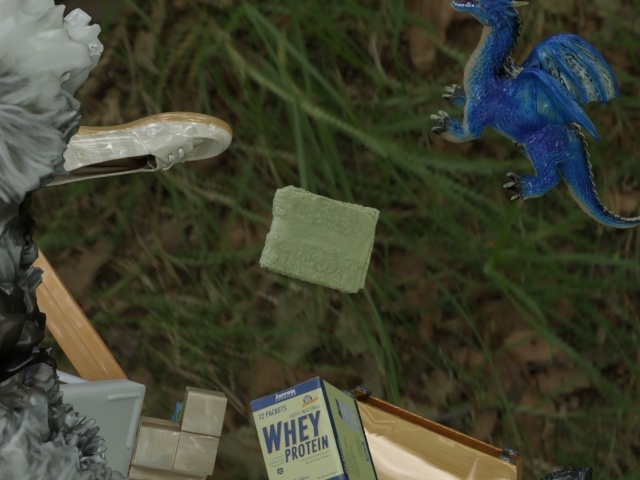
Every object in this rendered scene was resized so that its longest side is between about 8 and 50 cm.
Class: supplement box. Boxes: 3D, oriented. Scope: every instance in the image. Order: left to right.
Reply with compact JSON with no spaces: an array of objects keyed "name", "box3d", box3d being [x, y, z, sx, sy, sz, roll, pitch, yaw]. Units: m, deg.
[{"name":"supplement box","box3d":[-0.002,0.154,1.150,0.056,0.083,0.083,-22,65,14]}]

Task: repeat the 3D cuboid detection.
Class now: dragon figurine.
[{"name":"dragon figurine","box3d":[0.192,-0.113,1.314,0.289,0.144,0.085,40,43,-8]}]

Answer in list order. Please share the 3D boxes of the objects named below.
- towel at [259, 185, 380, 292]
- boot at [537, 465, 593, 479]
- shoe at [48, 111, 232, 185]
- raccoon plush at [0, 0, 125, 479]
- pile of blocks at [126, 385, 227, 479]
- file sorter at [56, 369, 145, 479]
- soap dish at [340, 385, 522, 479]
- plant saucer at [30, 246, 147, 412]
[{"name":"towel","box3d":[0.000,0.000,1.892,0.148,0.027,0.110,14,88,-30]},{"name":"boot","box3d":[0.221,0.234,1.311,0.121,0.045,0.099,-37,39,38]},{"name":"shoe","box3d":[-0.200,-0.092,1.680,0.219,0.076,0.058,-4,67,-10]},{"name":"raccoon plush","box3d":[-0.204,0.131,0.764,0.216,0.299,0.446,29,63,-19]},{"name":"pile of blocks","box3d":[-0.192,0.264,1.750,0.112,0.362,0.149,11,43,-9]},{"name":"file sorter","box3d":[-0.271,0.168,0.990,0.173,0.277,0.193,15,96,27]},{"name":"soap dish","box3d":[0.121,0.282,1.988,0.290,0.229,0.118,21,90,11]},{"name":"plant saucer","box3d":[-0.245,0.098,1.597,0.037,0.200,0.200,-35,67,-7]}]
